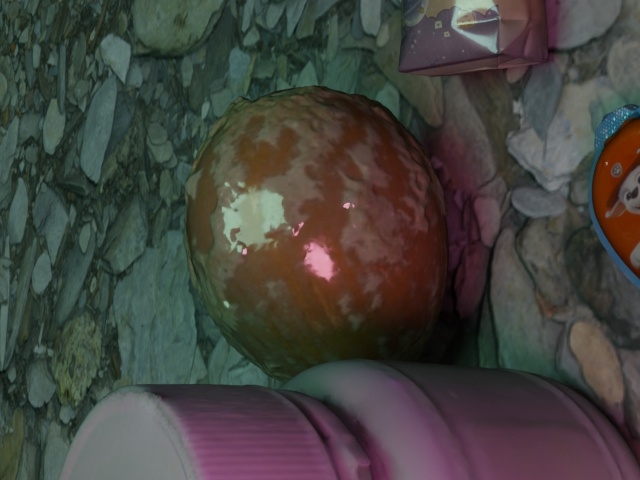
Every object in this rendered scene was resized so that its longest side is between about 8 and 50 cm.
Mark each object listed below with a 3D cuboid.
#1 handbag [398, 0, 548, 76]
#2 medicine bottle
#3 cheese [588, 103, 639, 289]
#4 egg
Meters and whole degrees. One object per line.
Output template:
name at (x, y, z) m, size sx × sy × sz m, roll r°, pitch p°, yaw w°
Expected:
handbag at (0.114, -0.210, 0.955) m, size 0.117 × 0.095 × 0.173 m, roll 1°, pitch 92°, yaw 50°
medicine bottle at (0.020, 0.200, 0.802) m, size 0.256 × 0.324 × 0.256 m, roll -14°, pitch 74°, yaw 56°
cheese at (0.225, 0.015, 0.780) m, size 0.106 × 0.037 × 0.256 m, roll -52°, pitch 43°, yaw 39°
egg at (0.000, 0.000, 0.980) m, size 0.203 × 0.203 × 0.245 m, roll -23°, pitch 86°, yaw 52°
